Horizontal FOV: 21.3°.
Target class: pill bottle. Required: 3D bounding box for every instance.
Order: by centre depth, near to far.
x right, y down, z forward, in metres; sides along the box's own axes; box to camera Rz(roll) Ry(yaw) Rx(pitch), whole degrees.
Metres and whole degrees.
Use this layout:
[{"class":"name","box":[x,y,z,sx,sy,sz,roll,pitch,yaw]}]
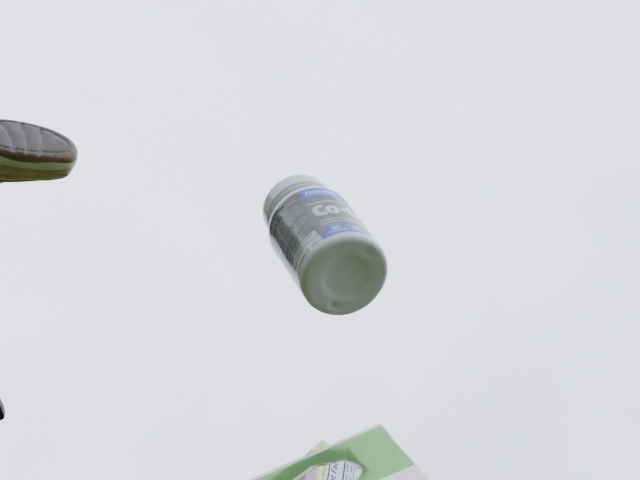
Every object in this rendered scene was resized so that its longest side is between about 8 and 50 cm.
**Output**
[{"class":"pill bottle","box":[0.000,0.000,1.473,0.078,0.078,0.137,65,-6,-34]}]

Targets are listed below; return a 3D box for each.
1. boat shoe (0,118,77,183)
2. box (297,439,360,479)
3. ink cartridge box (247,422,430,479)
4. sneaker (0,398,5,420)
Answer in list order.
[{"class":"boat shoe","box":[-0.324,-0.073,1.601,0.190,0.068,0.072,8,-62,0]},{"class":"box","box":[0.021,0.366,1.784,0.243,0.117,0.213,37,-60,-16]},{"class":"ink cartridge box","box":[0.046,0.271,1.424,0.235,0.171,0.056,44,-35,42]},{"class":"sneaker","box":[-0.309,0.095,1.351,0.124,0.107,0.283,36,-13,10]}]
